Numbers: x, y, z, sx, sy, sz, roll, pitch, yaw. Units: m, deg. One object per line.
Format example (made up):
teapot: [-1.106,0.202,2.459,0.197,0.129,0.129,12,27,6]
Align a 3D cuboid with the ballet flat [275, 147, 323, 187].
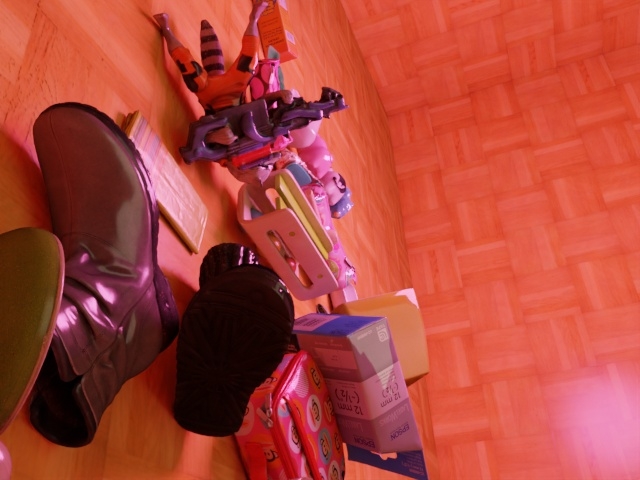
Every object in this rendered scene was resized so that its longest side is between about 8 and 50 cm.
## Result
ballet flat: [-0.051,-0.155,1.633,0.077,0.091,0.241,59,-2,37]

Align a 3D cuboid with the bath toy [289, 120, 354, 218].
bath toy: [-0.006,-0.220,1.707,0.129,0.151,0.348,-50,139,-24]

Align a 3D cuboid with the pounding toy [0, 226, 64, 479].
pounding toy: [-0.296,0.085,0.484,0.110,0.183,0.237,25,52,-38]

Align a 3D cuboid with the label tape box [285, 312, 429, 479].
label tape box: [0.058,0.327,1.271,0.115,0.249,0.348,-19,97,-37]

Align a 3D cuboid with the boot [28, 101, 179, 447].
boot: [-0.260,0.028,0.678,0.223,0.118,0.338,-59,134,-66]

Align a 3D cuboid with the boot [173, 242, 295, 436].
boot: [-0.120,0.087,0.898,0.260,0.131,0.348,-81,-165,-46]

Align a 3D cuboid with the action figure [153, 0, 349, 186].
action figure: [-0.133,-0.267,1.192,0.178,0.341,0.330,12,-66,61]

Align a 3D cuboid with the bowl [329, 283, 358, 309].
bowl: [0.072,0.187,1.791,0.142,0.053,0.142,37,35,-68]

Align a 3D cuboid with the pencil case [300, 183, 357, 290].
pencil case: [0.000,0.000,1.599,0.124,0.124,0.284,-74,146,-60]

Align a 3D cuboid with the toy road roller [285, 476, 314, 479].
toy road roller: [-0.105,0.427,0.749,0.240,0.202,0.329,51,30,-35]

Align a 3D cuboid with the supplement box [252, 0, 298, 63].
supplement box: [-0.131,-0.610,1.736,0.080,0.078,0.233,2,75,-71]

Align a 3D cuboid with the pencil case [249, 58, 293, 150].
pencil case: [-0.117,-0.311,1.457,0.095,0.098,0.209,-23,110,-37]

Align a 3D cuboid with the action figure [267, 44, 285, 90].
action figure: [-0.120,-0.372,1.596,0.137,0.063,0.232,63,16,-44]

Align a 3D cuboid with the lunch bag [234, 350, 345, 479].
lunch bag: [-0.057,0.368,1.118,0.258,0.120,0.293,-53,129,-64]

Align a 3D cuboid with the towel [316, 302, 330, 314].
towel: [0.107,0.324,1.684,0.248,0.038,0.325,53,0,39]

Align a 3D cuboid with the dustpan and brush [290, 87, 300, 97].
dustpan and brush: [-0.054,-0.306,1.766,0.147,0.060,0.211,-79,169,-60]

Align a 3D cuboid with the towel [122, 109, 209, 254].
towel: [-0.247,-0.086,1.006,0.237,0.021,0.102,61,27,-45]

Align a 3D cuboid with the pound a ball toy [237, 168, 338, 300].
pound a ball toy: [-0.066,-0.016,1.362,0.319,0.135,0.208,59,19,-45]

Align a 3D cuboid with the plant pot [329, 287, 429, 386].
plant pot: [0.117,0.251,1.409,0.212,0.212,0.187,-8,63,-34]
